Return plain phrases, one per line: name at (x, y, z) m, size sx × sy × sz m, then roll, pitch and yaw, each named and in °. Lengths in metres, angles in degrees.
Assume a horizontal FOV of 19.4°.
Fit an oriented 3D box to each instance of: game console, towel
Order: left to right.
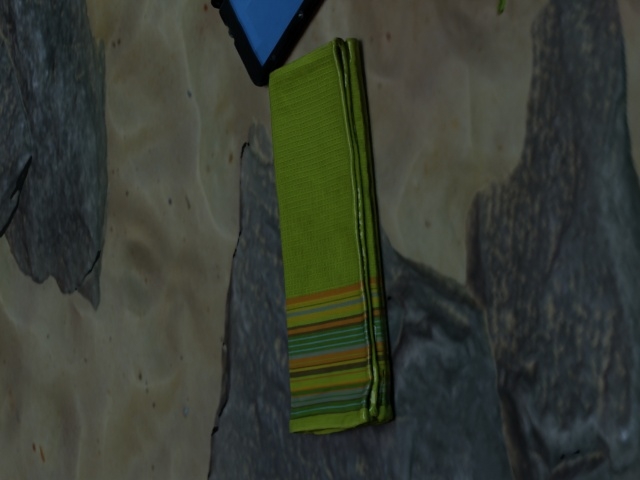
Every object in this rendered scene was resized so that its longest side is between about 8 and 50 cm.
game console at (-0.059, -0.191, 1.202) m, size 0.144 × 0.124 × 0.085 m, roll -54°, pitch 20°, yaw 41°
towel at (0.000, 0.000, 1.158) m, size 0.102 × 0.021 × 0.237 m, roll -18°, pitch 74°, yaw 55°
